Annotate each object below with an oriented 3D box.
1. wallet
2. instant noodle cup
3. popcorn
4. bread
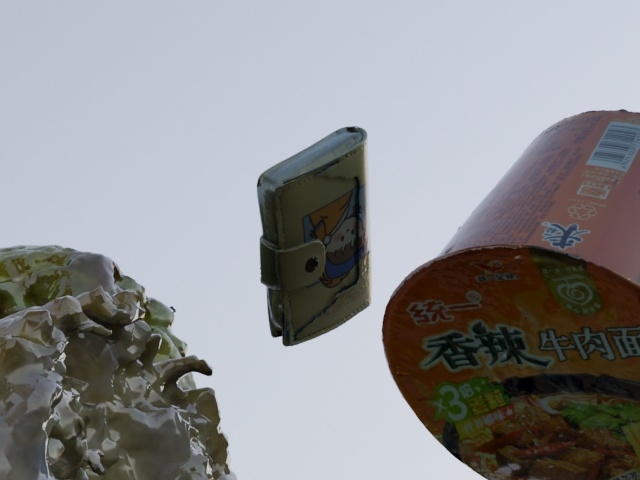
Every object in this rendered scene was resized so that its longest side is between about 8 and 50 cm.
[{"bbox_3d":[0.000,0.000,1.409,0.110,0.039,0.155,-31,-49,-36],"label":"wallet"},{"bbox_3d":[0.177,0.036,1.166,0.230,0.182,0.230,16,-44,16],"label":"instant noodle cup"},{"bbox_3d":[-0.251,0.130,1.552,0.282,0.282,0.247,-3,-41,-25],"label":"popcorn"},{"bbox_3d":[-0.130,0.164,0.935,0.149,0.274,0.274,-14,-24,31],"label":"bread"}]
